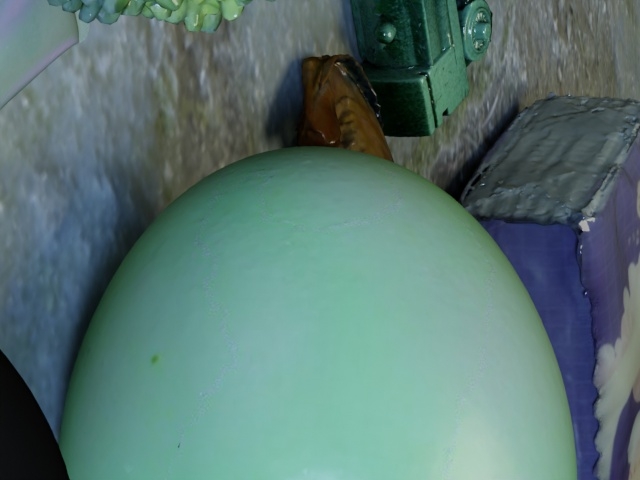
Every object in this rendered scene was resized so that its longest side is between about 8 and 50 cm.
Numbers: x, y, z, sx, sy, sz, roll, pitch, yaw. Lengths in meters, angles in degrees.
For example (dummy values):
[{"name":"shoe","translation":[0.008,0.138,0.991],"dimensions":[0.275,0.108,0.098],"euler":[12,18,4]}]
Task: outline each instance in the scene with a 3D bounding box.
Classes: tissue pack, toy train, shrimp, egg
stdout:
[{"name":"tissue pack","translation":[0.196,0.085,1.296],"dimensions":[0.242,0.125,0.343],"euler":[-51,139,-56]},{"name":"toy train","translation":[0.056,-0.155,1.010],"dimensions":[0.111,0.071,0.170],"euler":[-49,137,-45]},{"name":"shrimp","translation":[-0.002,0.008,0.905],"dimensions":[0.117,0.066,0.262],"euler":[52,30,-38]},{"name":"egg","translation":[-0.001,0.094,0.710],"dimensions":[0.220,0.220,0.269],"euler":[4,86,-67]}]

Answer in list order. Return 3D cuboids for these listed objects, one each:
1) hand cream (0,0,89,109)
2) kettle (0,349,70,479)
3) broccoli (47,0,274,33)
[{"name":"hand cream","translation":[-0.132,-0.068,0.602],"dimensions":[0.205,0.050,0.078],"euler":[-61,146,-53]},{"name":"kettle","translation":[-0.166,0.047,0.382],"dimensions":[0.268,0.207,0.290],"euler":[68,15,9]},{"name":"broccoli","translation":[-0.045,-0.221,0.576],"dimensions":[0.260,0.235,0.288],"euler":[-3,108,-33]}]
